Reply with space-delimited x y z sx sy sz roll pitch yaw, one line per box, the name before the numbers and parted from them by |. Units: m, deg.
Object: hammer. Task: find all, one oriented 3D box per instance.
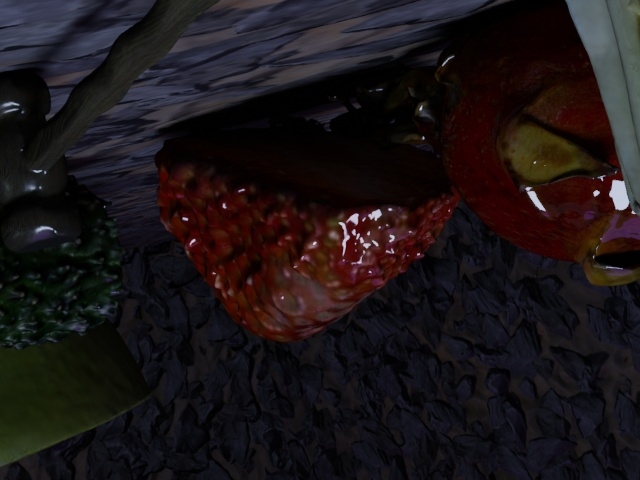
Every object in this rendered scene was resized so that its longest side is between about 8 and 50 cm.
hammer | -0.049 -0.052 0.425 0.029 0.058 0.292 -15 175 -25

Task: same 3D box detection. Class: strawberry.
strawberry | -0.007 -0.001 0.865 0.175 0.106 0.236 6 -165 12

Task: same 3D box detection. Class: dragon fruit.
dragon fruit | 0.096 -0.052 0.718 0.125 0.125 0.246 28 173 -40

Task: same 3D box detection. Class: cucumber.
cucumber | -0.236 0.025 0.773 0.096 0.096 0.359 -14 178 32

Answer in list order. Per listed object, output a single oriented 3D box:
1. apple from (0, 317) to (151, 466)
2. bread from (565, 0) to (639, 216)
apple | -0.292 0.131 1.029 0.312 0.320 0.360 26 163 -12
bread | 0.182 -0.071 0.380 0.192 0.109 0.210 -5 174 -42
